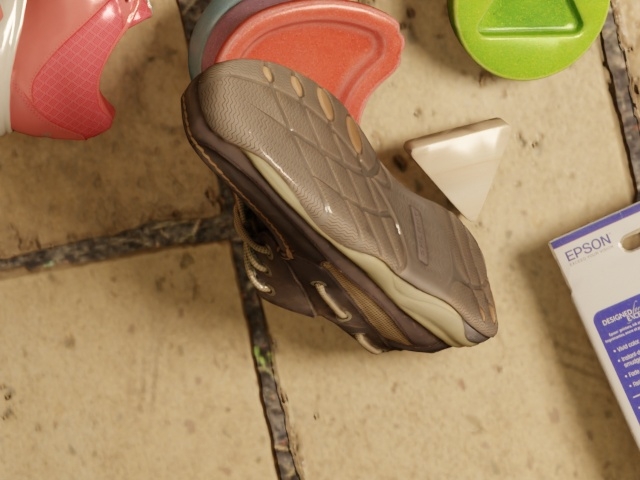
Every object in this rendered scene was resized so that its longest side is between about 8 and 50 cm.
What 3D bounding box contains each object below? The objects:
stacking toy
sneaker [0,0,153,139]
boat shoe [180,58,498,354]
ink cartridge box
[{"bbox_3d":[0.057,-0.186,1.421,0.280,0.130,0.309,25,102,-24],"label":"stacking toy"},{"bbox_3d":[-0.193,-0.227,1.427,0.136,0.116,0.313,12,104,-6],"label":"sneaker"},{"bbox_3d":[0.000,0.000,1.334,0.130,0.132,0.355,-26,136,23],"label":"boat shoe"},{"bbox_3d":[0.320,0.118,1.415,0.165,0.065,0.332,-23,89,8],"label":"ink cartridge box"}]
